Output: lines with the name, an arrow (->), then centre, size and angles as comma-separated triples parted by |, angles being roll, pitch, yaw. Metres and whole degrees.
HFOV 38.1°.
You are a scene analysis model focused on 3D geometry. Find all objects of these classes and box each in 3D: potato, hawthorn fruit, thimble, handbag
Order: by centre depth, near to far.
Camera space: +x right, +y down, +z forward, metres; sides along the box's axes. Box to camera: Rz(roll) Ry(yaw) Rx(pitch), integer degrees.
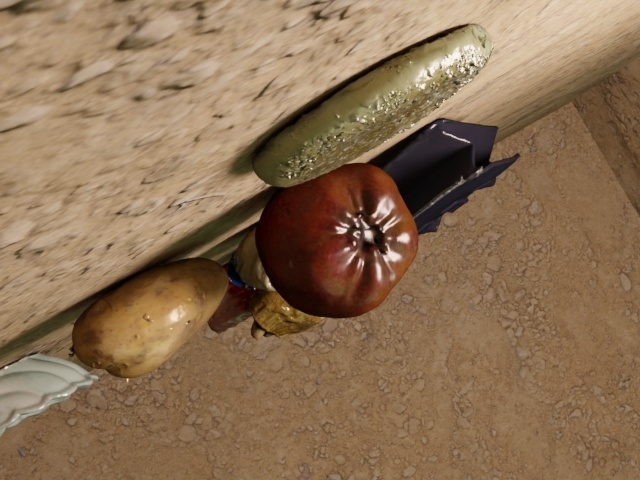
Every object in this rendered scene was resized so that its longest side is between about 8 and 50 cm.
hawthorn fruit -> 0.000, 0.000, 1.226 | 0.208, 0.208, 0.248 | -28, -166, -32
potato -> -0.226, 0.106, 1.255 | 0.161, 0.128, 0.235 | -26, -175, 34
handbag -> 0.179, -0.084, 1.629 | 0.303, 0.122, 0.329 | -40, 168, 25
thimble -> -0.176, 0.112, 2.001 | 0.163, 0.125, 0.189 | -30, 177, 34

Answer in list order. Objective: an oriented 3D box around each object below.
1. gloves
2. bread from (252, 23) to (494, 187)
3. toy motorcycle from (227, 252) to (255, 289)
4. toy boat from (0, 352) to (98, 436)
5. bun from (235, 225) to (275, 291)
gloves -> -0.016, 0.064, 1.880 | 0.356, 0.203, 0.155 | -47, -173, 0
bread -> 0.054, -0.121, 0.886 | 0.267, 0.040, 0.267 | -30, 178, -1
toy motorcycle -> -0.102, 0.043, 1.747 | 0.135, 0.092, 0.254 | -35, -164, -14
toy boat -> -0.498, 0.257, 1.485 | 0.199, 0.100, 0.290 | -32, 178, 36
bun -> -0.051, 0.011, 1.482 | 0.166, 0.113, 0.173 | 11, -158, 13
